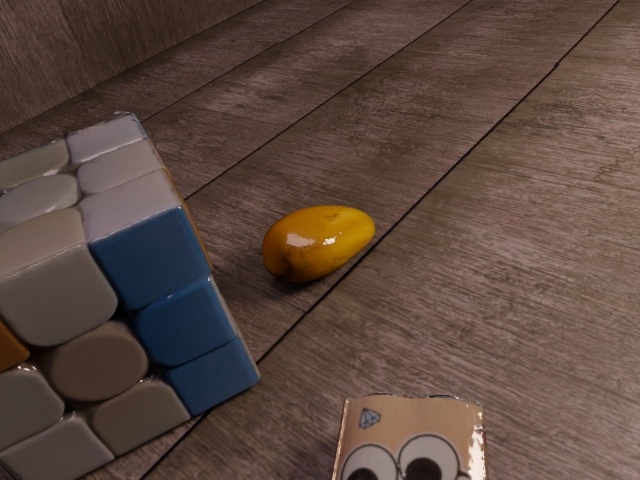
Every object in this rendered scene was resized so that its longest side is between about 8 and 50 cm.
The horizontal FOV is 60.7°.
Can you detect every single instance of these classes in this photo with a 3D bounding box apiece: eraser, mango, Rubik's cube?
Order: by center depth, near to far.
[{"bbox_3d":[0.091,0.302,0.568,0.171,0.087,0.290,-3,38,16],"label":"eraser"},{"bbox_3d":[-0.333,0.072,0.788,0.347,0.344,0.346,-25,38,-12],"label":"Rubik's cube"},{"bbox_3d":[0.000,0.000,0.967,0.219,0.112,0.145,-19,36,-26],"label":"mango"}]
